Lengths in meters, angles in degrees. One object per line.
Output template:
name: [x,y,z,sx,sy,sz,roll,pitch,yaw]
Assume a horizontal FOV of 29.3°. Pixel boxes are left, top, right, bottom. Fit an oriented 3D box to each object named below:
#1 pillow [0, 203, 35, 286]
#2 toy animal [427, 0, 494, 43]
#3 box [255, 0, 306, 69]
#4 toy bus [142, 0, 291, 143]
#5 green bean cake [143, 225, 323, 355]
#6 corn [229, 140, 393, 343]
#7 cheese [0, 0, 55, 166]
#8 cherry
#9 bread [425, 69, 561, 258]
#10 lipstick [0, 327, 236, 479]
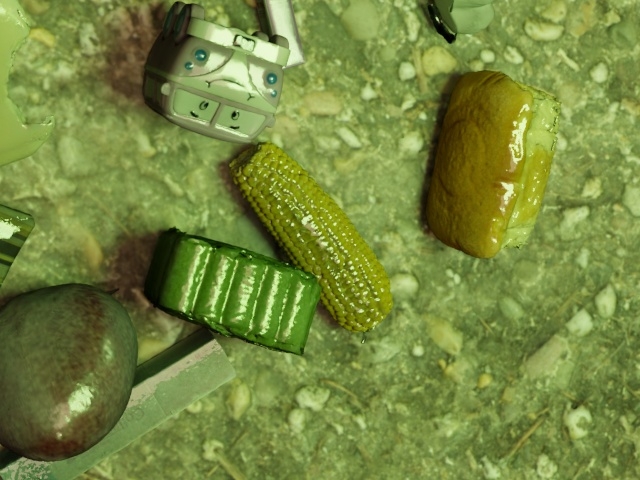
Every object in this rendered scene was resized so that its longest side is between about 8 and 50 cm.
pillow: [-0.483,0.024,1.479,0.208,0.052,0.212,26,92,-24]
toy animal: [0.262,-0.445,1.565,0.357,0.194,0.258,-34,145,-7]
box: [-0.054,-0.280,1.568,0.036,0.050,0.117,-17,106,-16]
toy bus: [-0.128,-0.200,1.478,0.142,0.202,0.142,18,96,-20]
green bean cake: [-0.114,0.061,1.525,0.200,0.214,0.113,21,88,-18]
corn: [0.000,0.000,1.612,0.101,0.101,0.310,-37,107,-9]
cheese: [-0.425,-0.195,1.381,0.233,0.127,0.266,-6,131,-19]
cherry: [-0.322,0.155,1.476,0.213,0.266,0.183,-30,122,10]
bread: [0.228,-0.101,1.628,0.121,0.174,0.245,9,104,-24]
lipstick: [-0.263,0.226,1.579,0.317,0.068,0.066,-32,107,-10]
